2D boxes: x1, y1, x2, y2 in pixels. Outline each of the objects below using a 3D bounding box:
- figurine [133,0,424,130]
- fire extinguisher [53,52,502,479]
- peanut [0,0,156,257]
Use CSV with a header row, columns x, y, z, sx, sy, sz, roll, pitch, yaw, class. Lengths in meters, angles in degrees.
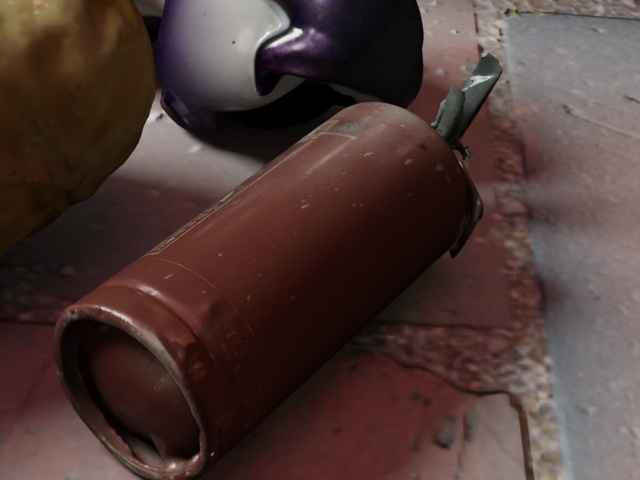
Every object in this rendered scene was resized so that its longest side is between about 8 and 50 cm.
x,y,z,sx,sy,sz,roll,pitch,yaw,class
-0.043,-0.138,0.777,0.222,0.145,0.145,16,42,19,figurine
0.000,0.000,0.651,0.105,0.104,0.269,29,45,25,fire extinguisher
-0.264,-0.040,0.626,0.387,0.169,0.192,-15,74,-16,peanut
